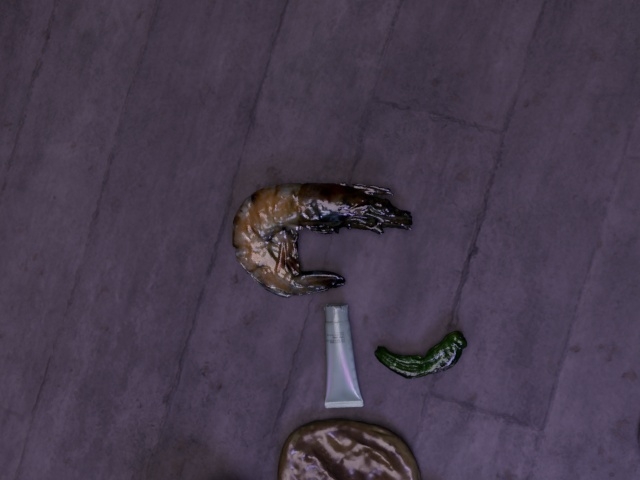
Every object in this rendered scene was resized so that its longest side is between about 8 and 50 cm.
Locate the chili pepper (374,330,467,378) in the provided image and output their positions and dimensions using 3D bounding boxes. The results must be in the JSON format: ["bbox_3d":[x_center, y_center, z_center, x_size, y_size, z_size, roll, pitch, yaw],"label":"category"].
[{"bbox_3d":[0.197,0.225,1.750,0.182,0.050,0.073,-14,91,12],"label":"chili pepper"}]

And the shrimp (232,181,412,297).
[{"bbox_3d":[0.000,0.000,1.796,0.364,0.071,0.233,2,96,10],"label":"shrimp"}]

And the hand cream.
[{"bbox_3d":[0.038,0.227,1.780,0.078,0.050,0.205,-5,90,10],"label":"hand cream"}]

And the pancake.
[{"bbox_3d":[0.054,0.483,1.761,0.294,0.049,0.295,0,88,11],"label":"pancake"}]
